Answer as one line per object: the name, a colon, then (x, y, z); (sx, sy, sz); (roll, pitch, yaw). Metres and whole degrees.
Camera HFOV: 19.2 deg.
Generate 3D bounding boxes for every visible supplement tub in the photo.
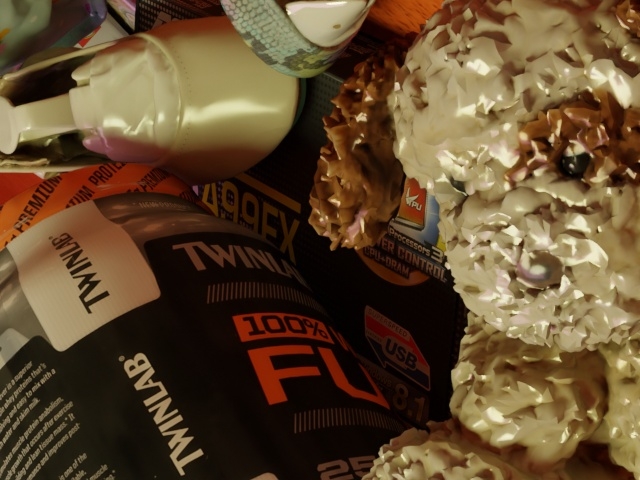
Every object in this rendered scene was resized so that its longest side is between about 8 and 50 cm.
supplement tub: (-0.051, 0.122, 0.862); (0.316, 0.194, 0.193); (54, 179, 34)

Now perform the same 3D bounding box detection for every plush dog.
plush dog: (0.119, -0.002, 0.671); (0.262, 0.210, 0.225); (-14, 118, 42)

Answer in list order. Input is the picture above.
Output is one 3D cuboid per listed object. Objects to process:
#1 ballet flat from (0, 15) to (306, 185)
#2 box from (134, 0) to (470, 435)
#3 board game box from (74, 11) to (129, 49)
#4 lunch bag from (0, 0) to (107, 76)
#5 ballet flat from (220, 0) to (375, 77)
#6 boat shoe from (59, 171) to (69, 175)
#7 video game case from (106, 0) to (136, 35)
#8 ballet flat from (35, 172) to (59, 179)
ballet flat: (-0.108, -0.066, 0.971); (0.086, 0.086, 0.248); (45, 153, -27)
box: (0.000, 0.000, 0.976); (0.270, 0.060, 0.216); (30, 126, 42)
board game box: (-0.190, -0.123, 1.322); (0.305, 0.053, 0.193); (27, 164, 51)
lunch bag: (-0.285, -0.145, 1.045); (0.223, 0.262, 0.160); (46, 163, 12)
ballet flat: (-0.016, -0.136, 0.794); (0.079, 0.077, 0.221); (9, 154, 31)
boat shoe: (-0.097, -0.008, 1.391); (0.123, 0.123, 0.342); (26, -175, -34)
video game case: (-0.134, -0.144, 1.254); (0.206, 0.026, 0.227); (41, 169, -8)
ballet flat: (-0.248, -0.093, 1.739); (0.073, 0.067, 0.206); (36, 169, 11)
